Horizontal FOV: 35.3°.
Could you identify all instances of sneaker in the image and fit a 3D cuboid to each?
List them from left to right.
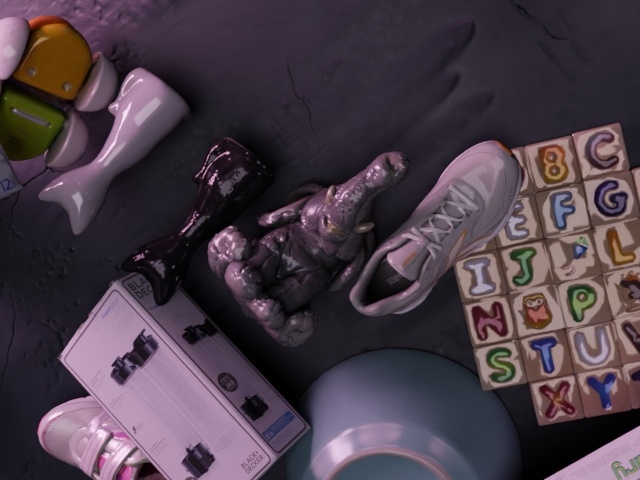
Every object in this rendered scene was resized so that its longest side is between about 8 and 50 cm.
[{"bbox_3d":[-0.257,0.282,1.315,0.252,0.111,0.103,15,105,6],"label":"sneaker"},{"bbox_3d":[0.133,-0.002,1.164,0.099,0.121,0.262,41,111,10],"label":"sneaker"}]

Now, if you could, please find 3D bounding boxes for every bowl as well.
[{"bbox_3d":[0.093,0.303,1.236,0.311,0.163,0.312,2,102,9],"label":"bowl"}]

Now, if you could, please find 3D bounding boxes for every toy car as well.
[{"bbox_3d":[-0.347,-0.187,1.217,0.159,0.136,0.182,22,106,-34],"label":"toy car"}]

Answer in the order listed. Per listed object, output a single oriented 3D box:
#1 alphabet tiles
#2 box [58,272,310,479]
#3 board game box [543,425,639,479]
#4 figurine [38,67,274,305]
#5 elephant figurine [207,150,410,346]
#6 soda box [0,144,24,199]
[{"bbox_3d":[0.309,0.045,1.206,0.285,0.011,0.343,-13,96,12],"label":"alphabet tiles"},{"bbox_3d":[-0.172,0.187,1.247,0.290,0.087,0.169,45,123,8],"label":"box"},{"bbox_3d":[0.354,0.276,1.173,0.305,0.193,0.053,-34,61,15],"label":"board game box"},{"bbox_3d":[-0.201,-0.063,1.205,0.215,0.092,0.209,40,85,0],"label":"figurine"},{"bbox_3d":[0.000,0.000,1.196,0.239,0.186,0.169,-43,130,-9],"label":"elephant figurine"},{"bbox_3d":[-0.455,-0.055,1.198,0.286,0.098,0.091,-16,103,56],"label":"soda box"}]
